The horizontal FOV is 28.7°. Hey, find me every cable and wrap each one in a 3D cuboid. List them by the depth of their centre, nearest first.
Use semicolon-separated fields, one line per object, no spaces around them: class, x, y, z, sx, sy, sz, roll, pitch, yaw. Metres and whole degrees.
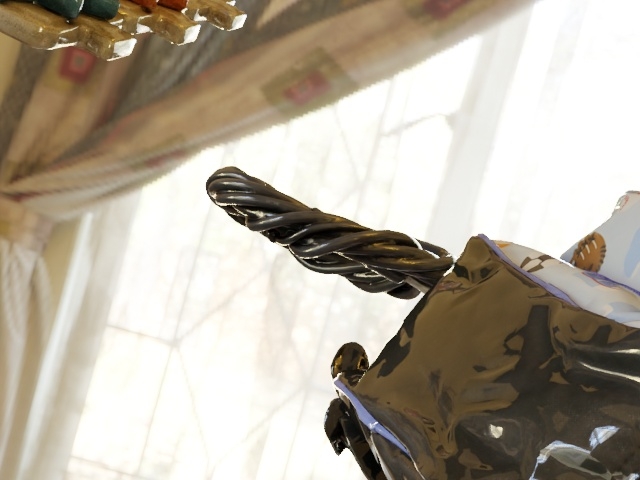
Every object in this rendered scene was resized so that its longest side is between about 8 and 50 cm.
cable;0.000;0.000;0.750;0.184;0.047;0.150;23;2;29

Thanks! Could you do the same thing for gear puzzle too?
gear puzzle;-0.117;-0.151;0.583;0.175;0.044;0.339;26;17;5

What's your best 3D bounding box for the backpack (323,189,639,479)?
backpack;0.152;0.118;0.492;0.263;0.213;0.276;50;2;-13
